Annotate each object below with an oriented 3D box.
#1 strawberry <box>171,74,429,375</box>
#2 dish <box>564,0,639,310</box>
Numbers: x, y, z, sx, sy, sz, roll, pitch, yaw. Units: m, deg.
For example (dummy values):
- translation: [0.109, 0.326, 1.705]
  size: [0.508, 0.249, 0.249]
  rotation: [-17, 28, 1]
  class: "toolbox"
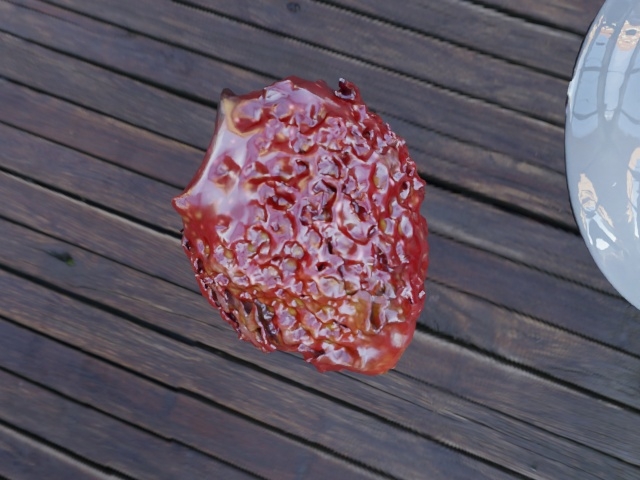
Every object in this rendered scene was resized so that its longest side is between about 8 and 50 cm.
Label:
- translation: [0.000, 0.000, 0.598]
  size: [0.187, 0.184, 0.201]
  rotation: [-48, 57, 17]
  class: "strawberry"
- translation: [0.332, -0.078, 0.621]
  size: [0.316, 0.106, 0.316]
  rotation: [-3, 99, -22]
  class: "dish"
